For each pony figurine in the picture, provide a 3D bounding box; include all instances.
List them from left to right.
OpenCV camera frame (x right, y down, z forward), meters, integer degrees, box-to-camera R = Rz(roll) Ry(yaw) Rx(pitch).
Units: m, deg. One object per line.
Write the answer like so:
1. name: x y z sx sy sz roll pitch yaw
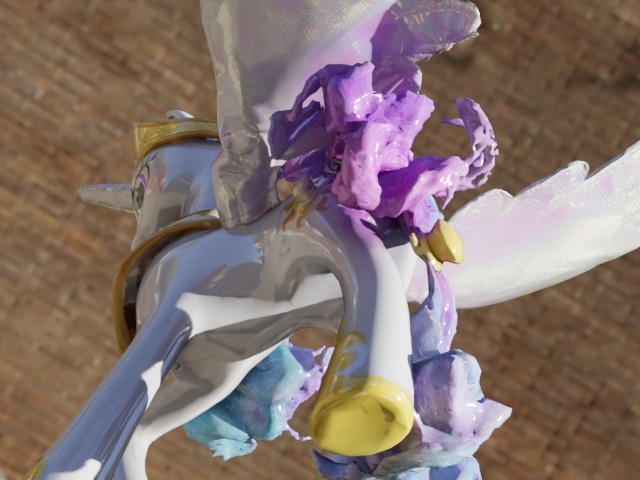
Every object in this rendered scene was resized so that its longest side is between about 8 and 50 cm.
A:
1. pony figurine: 0.000 0.000 0.886 0.303 0.351 0.363 52 25 -31
